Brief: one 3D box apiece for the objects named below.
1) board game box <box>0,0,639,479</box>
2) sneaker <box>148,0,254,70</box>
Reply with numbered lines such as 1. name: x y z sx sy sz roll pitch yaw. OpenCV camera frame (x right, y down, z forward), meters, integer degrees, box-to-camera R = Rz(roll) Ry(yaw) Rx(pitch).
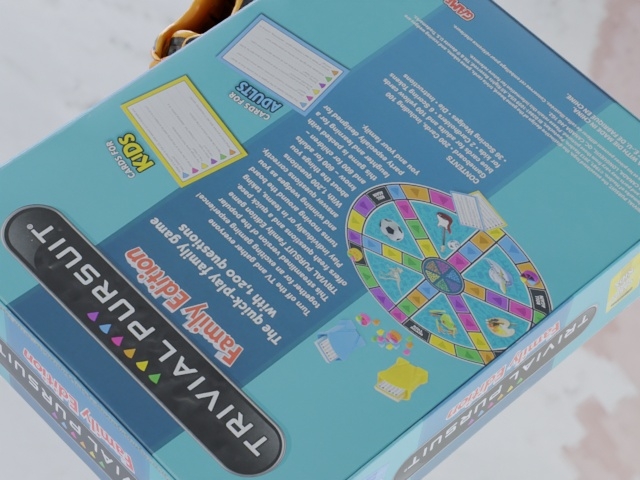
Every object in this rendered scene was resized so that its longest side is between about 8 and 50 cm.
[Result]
1. board game box: 0.000 0.000 1.006 0.336 0.079 0.254 -36 -114 -25
2. sneaker: -0.087 -0.099 1.284 0.083 0.084 0.215 47 -122 -42
